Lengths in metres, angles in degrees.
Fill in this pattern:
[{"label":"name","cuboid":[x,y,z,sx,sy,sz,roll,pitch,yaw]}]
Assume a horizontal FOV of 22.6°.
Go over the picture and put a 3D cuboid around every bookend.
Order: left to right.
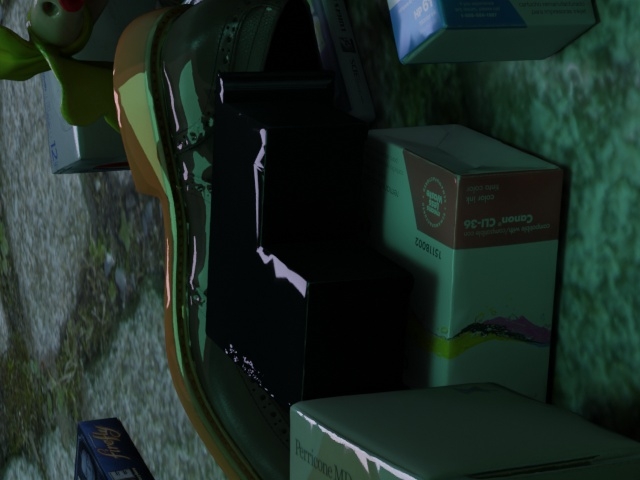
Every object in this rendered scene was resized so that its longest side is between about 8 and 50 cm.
[{"label":"bookend","cuboid":[0.000,0.000,0.857,0.156,0.072,0.157,-147,56,-61]}]

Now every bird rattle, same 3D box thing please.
[{"label":"bird rattle","cuboid":[-0.178,-0.211,1.167,0.253,0.143,0.207,103,-175,-49]}]

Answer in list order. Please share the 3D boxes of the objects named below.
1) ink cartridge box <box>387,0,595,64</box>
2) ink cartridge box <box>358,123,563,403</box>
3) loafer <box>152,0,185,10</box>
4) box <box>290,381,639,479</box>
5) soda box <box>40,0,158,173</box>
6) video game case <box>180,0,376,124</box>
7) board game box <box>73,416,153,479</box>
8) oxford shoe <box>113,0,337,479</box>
[{"label":"ink cartridge box","cuboid":[0.077,-0.155,0.803,0.052,0.088,0.122,143,119,-61]},{"label":"ink cartridge box","cuboid":[0.070,0.045,0.882,0.115,0.067,0.198,-147,55,-61]},{"label":"loafer","cuboid":[-0.085,-0.164,1.212,0.125,0.045,0.039,44,118,47]},{"label":"box","cuboid":[0.064,0.234,0.751,0.148,0.121,0.311,-164,72,-63]},{"label":"soda box","cuboid":[-0.185,-0.203,1.344,0.091,0.098,0.286,167,98,-65]},{"label":"video game case","cuboid":[-0.044,-0.117,1.099,0.190,0.022,0.173,-36,62,46]},{"label":"board game box","cuboid":[-0.197,0.316,1.535,0.165,0.042,0.243,-133,45,-53]},{"label":"oxford shoe","cuboid":[-0.018,0.023,0.994,0.132,0.130,0.364,-11,102,37]}]
